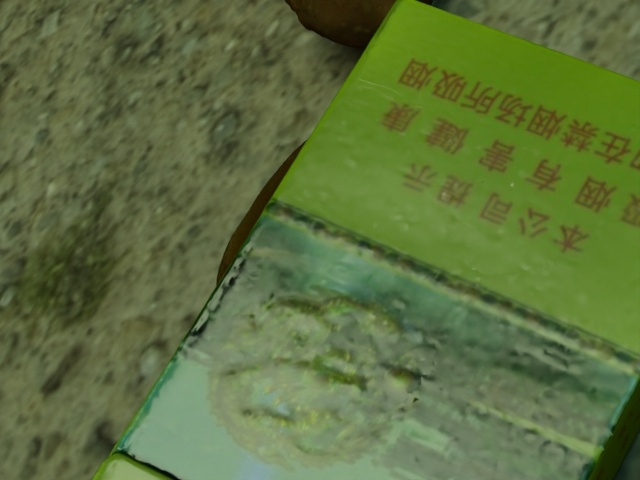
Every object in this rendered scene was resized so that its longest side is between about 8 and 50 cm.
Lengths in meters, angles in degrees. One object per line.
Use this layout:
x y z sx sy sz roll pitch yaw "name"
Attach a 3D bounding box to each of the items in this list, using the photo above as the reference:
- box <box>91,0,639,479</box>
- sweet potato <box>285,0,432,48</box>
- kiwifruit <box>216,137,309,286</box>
0.034 0.064 0.737 0.187 0.047 0.335 24 71 23 "box"
0.011 -0.214 1.006 0.097 0.097 0.291 -23 43 21 "sweet potato"
0.000 0.000 0.844 0.075 0.075 0.124 16 70 45 "kiwifruit"
